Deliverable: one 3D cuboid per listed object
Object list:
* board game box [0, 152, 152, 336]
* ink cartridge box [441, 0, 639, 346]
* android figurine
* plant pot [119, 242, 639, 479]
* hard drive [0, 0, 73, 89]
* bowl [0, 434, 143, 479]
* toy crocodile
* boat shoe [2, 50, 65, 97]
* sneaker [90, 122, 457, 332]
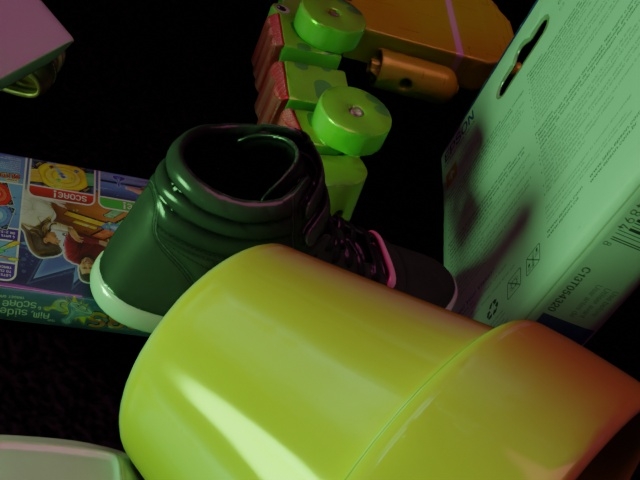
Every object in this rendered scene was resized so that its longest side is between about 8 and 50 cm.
[{"bbox_3d":[-0.163,0.006,0.765,0.201,0.035,0.136,10,44,-20],"label":"board game box"},{"bbox_3d":[0.197,-0.071,0.820,0.071,0.324,0.330,20,42,-11],"label":"ink cartridge box"},{"bbox_3d":[0.105,-0.247,1.155,0.273,0.056,0.248,12,43,-17],"label":"android figurine"},{"bbox_3d":[0.023,0.127,0.585,0.239,0.254,0.254,34,40,26],"label":"plant pot"},{"bbox_3d":[-0.347,-0.231,0.732,0.319,0.040,0.210,50,33,-9],"label":"hard drive"},{"bbox_3d":[-0.163,0.168,0.578,0.142,0.053,0.142,10,38,-18],"label":"bowl"},{"bbox_3d":[-0.015,-0.127,0.920,0.105,0.115,0.340,9,45,-20],"label":"toy crocodile"},{"bbox_3d":[-0.303,-0.168,0.844,0.178,0.064,0.060,19,42,-16],"label":"boat shoe"},{"bbox_3d":[0.000,0.000,0.723,0.296,0.147,0.104,6,44,-29],"label":"sneaker"}]
